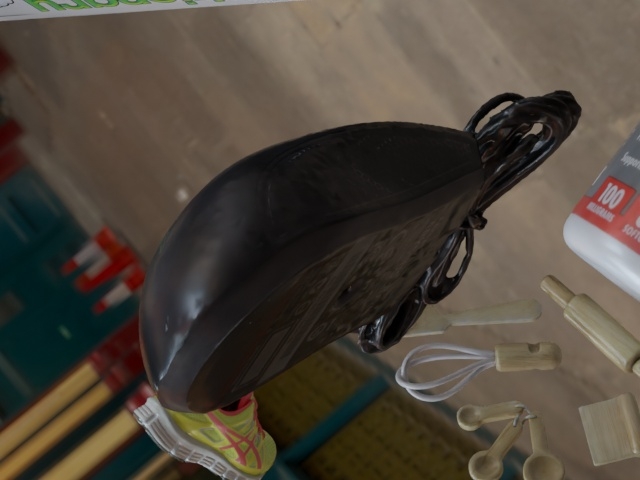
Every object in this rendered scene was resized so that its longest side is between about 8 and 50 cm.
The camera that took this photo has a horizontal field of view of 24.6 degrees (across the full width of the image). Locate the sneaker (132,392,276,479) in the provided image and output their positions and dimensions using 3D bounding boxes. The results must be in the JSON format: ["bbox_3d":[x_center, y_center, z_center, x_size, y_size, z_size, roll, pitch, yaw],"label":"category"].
[{"bbox_3d":[-0.087,0.172,1.406,0.081,0.094,0.208,41,-177,29],"label":"sneaker"}]

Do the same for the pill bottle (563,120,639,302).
[{"bbox_3d":[0.388,-0.087,1.226,0.210,0.363,0.210,36,-176,-3],"label":"pill bottle"}]

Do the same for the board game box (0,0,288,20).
[{"bbox_3d":[-0.107,-0.187,0.820,0.305,0.053,0.193,0,168,24],"label":"board game box"}]

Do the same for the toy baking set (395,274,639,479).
[{"bbox_3d":[0.180,0.113,1.302,0.256,0.197,0.030,50,162,36],"label":"toy baking set"}]

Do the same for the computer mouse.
[{"bbox_3d":[0.000,0.000,0.687,0.072,0.188,0.272,46,-148,16],"label":"computer mouse"}]
